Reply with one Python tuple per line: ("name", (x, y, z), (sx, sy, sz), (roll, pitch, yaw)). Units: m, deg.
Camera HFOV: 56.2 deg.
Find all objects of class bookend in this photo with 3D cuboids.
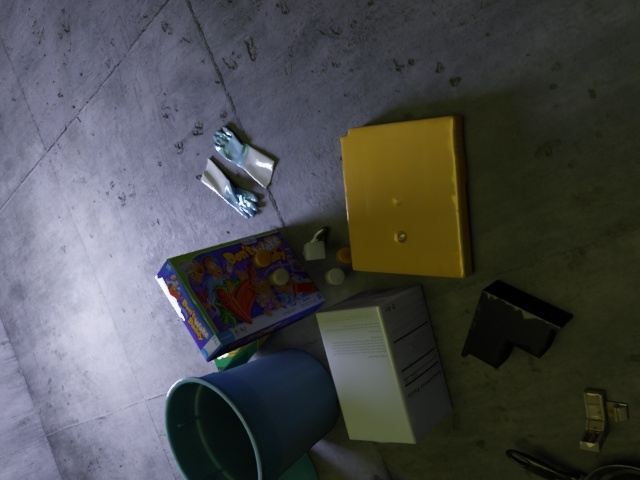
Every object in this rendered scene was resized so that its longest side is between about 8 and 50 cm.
("bookend", (0.373, 0.183, 1.152), (0.157, 0.072, 0.156), (27, 119, 32))

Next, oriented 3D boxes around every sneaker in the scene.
("sneaker", (0.000, 0.000, 1.454), (0.035, 0.031, 0.083), (42, 131, 8))

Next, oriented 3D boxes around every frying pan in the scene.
("frying pan", (0.525, 0.499, 1.126), (0.326, 0.053, 0.197), (-6, 98, 43))

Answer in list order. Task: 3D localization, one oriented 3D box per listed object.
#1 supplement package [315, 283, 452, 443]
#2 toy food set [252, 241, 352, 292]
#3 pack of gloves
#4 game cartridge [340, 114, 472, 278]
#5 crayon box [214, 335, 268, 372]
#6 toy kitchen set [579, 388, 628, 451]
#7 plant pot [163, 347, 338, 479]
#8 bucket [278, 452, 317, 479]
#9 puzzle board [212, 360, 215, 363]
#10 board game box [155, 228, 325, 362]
("supplement package", (0.141, 0.265, 1.304), (0.177, 0.175, 0.293), (-12, 94, 40))
("toy food set", (-0.040, 0.066, 1.403), (0.104, 0.232, 0.111), (156, 107, -75))
("pack of gloves", (-0.236, -0.178, 1.592), (0.232, 0.046, 0.195), (37, 124, 27))
("game cartridge", (0.176, -0.088, 1.266), (0.285, 0.053, 0.323), (2, 101, 40))
("crayon box", (-0.223, 0.197, 1.641), (0.318, 0.081, 0.202), (-53, 57, 36))
("toy kitchen set", (0.506, 0.323, 1.075), (0.068, 0.075, 0.083), (-4, 104, 40))
("plant pot", (-0.150, 0.442, 1.498), (0.341, 0.334, 0.341), (13, 111, 38))
("bucket", (-0.154, 0.679, 1.669), (0.281, 0.183, 0.281), (12, 110, 38))
("puzzle board", (-0.286, 0.341, 1.803), (0.096, 0.011, 0.128), (30, 120, 31))
("board game box", (-0.179, 0.116, 1.422), (0.233, 0.347, 0.078), (54, 129, 15))
